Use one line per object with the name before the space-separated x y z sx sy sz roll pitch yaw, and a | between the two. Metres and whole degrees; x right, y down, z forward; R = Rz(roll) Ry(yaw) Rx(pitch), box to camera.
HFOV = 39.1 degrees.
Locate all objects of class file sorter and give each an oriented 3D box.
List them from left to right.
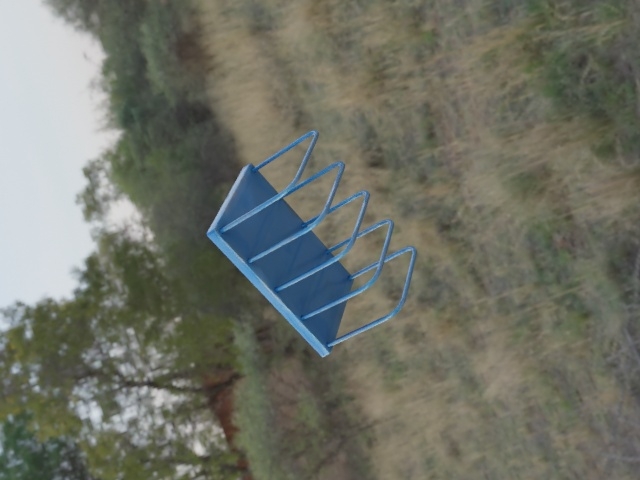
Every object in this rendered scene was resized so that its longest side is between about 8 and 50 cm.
file sorter | 0.000 0.000 0.863 0.170 0.104 0.118 49 -146 -21
